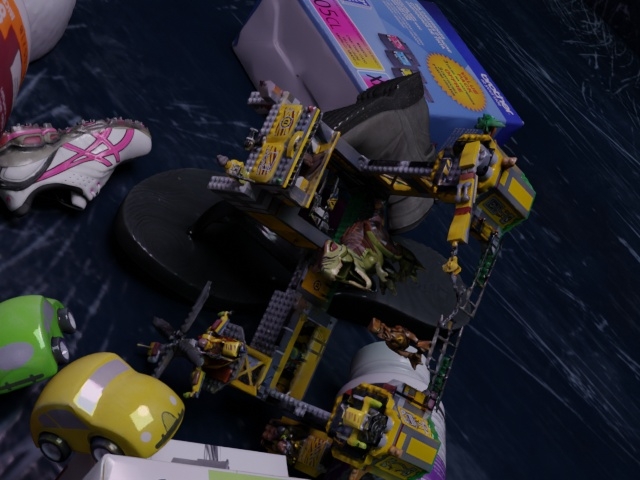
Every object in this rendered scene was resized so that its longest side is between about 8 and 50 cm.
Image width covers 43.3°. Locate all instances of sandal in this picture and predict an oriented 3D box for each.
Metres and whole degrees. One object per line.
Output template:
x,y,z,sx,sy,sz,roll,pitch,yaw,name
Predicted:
0.001,-0.002,0.868,0.445,0.107,0.168,13,45,-33,sandal

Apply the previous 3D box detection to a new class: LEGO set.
0.002,0.016,0.642,0.255,0.331,0.192,21,-10,48,LEGO set

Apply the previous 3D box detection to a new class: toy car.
-0.216,0.094,0.553,0.225,0.239,0.053,-114,-174,-63,toy car

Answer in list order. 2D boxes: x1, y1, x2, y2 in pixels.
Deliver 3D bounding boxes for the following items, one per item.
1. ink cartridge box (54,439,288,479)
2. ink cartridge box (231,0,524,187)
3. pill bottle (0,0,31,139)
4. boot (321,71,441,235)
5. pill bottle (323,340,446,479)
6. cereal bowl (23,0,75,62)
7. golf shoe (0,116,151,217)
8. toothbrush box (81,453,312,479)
-0.108,0.194,0.570,0.150,0.109,0.063,17,42,-30,ink cartridge box
0.107,-0.222,1.158,0.395,0.151,0.270,-4,56,-46,ink cartridge box
-0.336,-0.048,0.511,0.224,0.224,0.392,23,41,-24,pill bottle
0.064,-0.075,0.868,0.246,0.083,0.161,-35,110,-44,boot
0.059,0.189,0.730,0.108,0.108,0.194,29,38,-17,pill bottle
-0.401,-0.339,0.819,0.338,0.141,0.339,25,39,-22,cereal bowl
-0.234,-0.071,0.774,0.186,0.067,0.086,-20,96,-52,golf shoe
-0.040,0.245,0.500,0.283,0.206,0.122,15,44,-30,toothbrush box
